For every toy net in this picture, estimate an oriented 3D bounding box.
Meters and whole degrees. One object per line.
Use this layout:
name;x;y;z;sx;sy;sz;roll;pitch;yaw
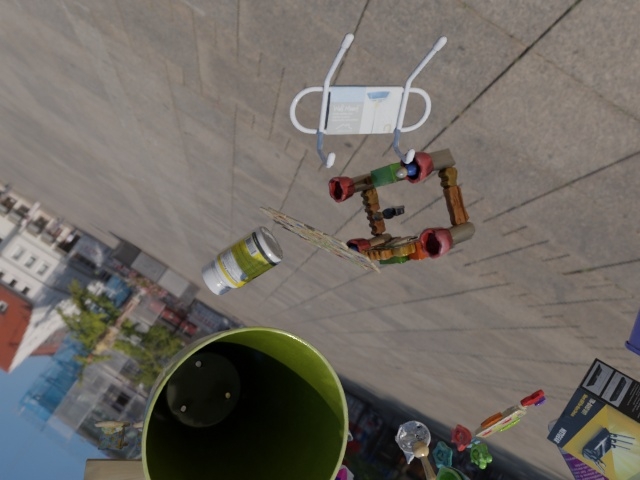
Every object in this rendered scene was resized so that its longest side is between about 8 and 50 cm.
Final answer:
toy net;0.185;0.351;0.931;0.045;0.122;0.232;11;-178;-26

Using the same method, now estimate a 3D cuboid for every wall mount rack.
wall mount rack;0.119;-0.312;1.215;0.130;0.350;0.304;-117;28;-49

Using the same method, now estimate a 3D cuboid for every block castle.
block castle;0.211;-0.084;1.661;0.453;0.213;0.302;-9;98;59

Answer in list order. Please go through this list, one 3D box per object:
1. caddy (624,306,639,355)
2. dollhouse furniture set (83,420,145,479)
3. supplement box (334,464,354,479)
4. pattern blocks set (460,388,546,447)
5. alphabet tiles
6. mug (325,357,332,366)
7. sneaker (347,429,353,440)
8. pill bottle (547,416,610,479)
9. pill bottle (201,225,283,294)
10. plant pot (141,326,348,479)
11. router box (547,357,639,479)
caddy;0.858;0.253;1.267;0.242;0.179;0.341;14;-174;7
dollhouse furniture set;-0.322;0.441;1.014;0.242;0.212;0.161;0;161;3
supplement box;-0.048;0.557;1.287;0.220;0.111;0.114;9;149;20
pattern blocks set;0.609;0.604;1.866;0.026;0.325;0.285;61;-173;33
alphabet tiles;0.000;0.000;1.534;0.343;0.011;0.285;25;173;22
mug;-0.039;0.319;1.318;0.158;0.097;0.129;22;-160;-36
sneaker;0.036;0.520;1.550;0.080;0.081;0.211;-16;149;10
pill bottle;0.691;0.548;1.318;0.169;0.169;0.301;71;176;-68
pill bottle;-0.218;0.059;1.539;0.119;0.209;0.119;54;-167;-19
plant pot;-0.145;0.257;0.843;0.275;0.274;0.294;37;163;-18
router box;0.610;0.391;1.104;0.243;0.081;0.308;30;153;28
